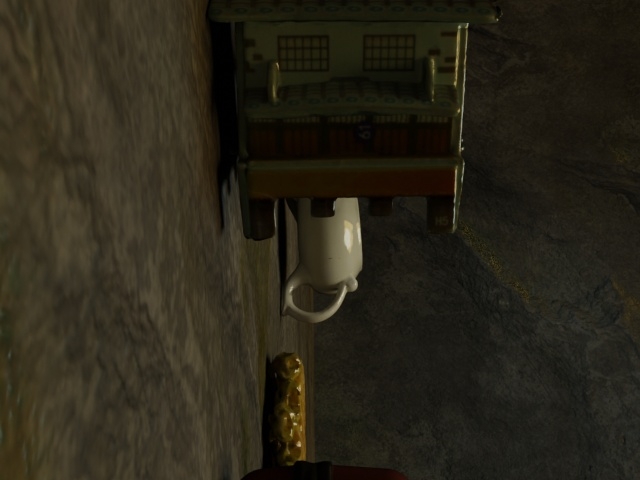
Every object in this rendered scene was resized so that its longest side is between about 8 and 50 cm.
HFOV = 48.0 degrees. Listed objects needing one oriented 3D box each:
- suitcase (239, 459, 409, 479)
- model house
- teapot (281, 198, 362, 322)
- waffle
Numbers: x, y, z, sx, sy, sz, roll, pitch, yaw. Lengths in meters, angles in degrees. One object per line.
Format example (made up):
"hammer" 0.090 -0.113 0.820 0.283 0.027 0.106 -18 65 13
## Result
"suitcase" 0.004 0.334 0.520 0.297 0.161 0.236 -91 180 -61
"model house" 0.028 -0.130 0.637 0.198 0.224 0.215 -86 175 -68
"teapot" 0.000 0.000 1.228 0.204 0.140 0.298 90 -2 -54
"waffle" -0.042 0.279 0.966 0.245 0.052 0.254 89 0 -59
